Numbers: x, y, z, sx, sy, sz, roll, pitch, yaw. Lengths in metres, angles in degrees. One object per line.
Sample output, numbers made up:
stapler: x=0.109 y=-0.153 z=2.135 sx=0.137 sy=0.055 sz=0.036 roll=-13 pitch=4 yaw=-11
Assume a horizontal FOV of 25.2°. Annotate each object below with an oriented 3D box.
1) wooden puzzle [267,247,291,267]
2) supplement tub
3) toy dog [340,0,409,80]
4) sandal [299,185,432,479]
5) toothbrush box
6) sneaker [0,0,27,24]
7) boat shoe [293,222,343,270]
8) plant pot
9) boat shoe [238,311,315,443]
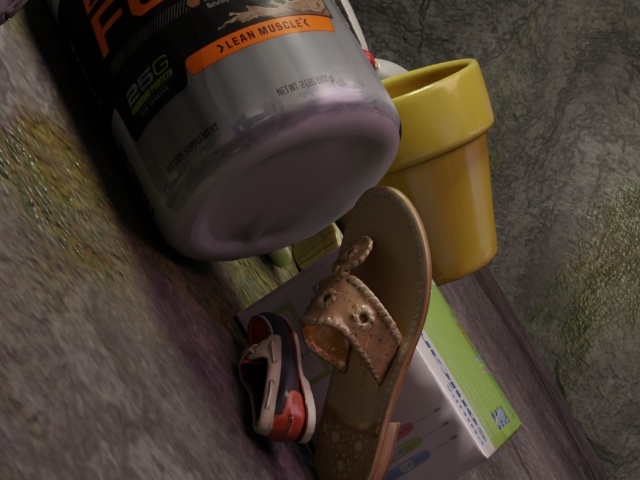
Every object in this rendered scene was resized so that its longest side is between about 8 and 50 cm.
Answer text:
wooden puzzle: x=-0.087 y=-0.120 z=1.382 sx=0.221 sy=0.044 sz=0.239 roll=57 pitch=14 yaw=-38
supplement tub: x=-0.095 y=-0.170 z=1.145 sx=0.338 sy=0.207 sz=0.207 roll=61 pitch=11 yaw=23
toy dog: x=-0.024 y=-0.268 z=1.918 sx=0.161 sy=0.220 sz=0.334 roll=22 pitch=-29 yaw=47
sandal: x=0.021 y=0.075 z=1.073 sx=0.079 sy=0.088 sz=0.240 roll=6 pitch=91 yaw=-52
toothbrush box: x=0.063 y=0.118 z=1.261 sx=0.206 sy=0.122 sz=0.283 roll=58 pitch=9 yaw=8
sneaker: x=-0.242 y=-0.189 z=0.905 sx=0.115 sy=0.090 sz=0.232 roll=45 pitch=6 yaw=-26
boat shoe: x=-0.002 y=0.001 z=1.502 sx=0.048 sy=0.056 sz=0.153 roll=43 pitch=9 yaw=-37
plant pot: x=0.108 y=-0.072 z=1.758 sx=0.254 sy=0.254 sz=0.239 roll=-71 pitch=142 yaw=-77
boat shoe: x=-0.039 y=0.099 z=1.067 sx=0.043 sy=0.049 sz=0.137 roll=9 pitch=33 yaw=-21
